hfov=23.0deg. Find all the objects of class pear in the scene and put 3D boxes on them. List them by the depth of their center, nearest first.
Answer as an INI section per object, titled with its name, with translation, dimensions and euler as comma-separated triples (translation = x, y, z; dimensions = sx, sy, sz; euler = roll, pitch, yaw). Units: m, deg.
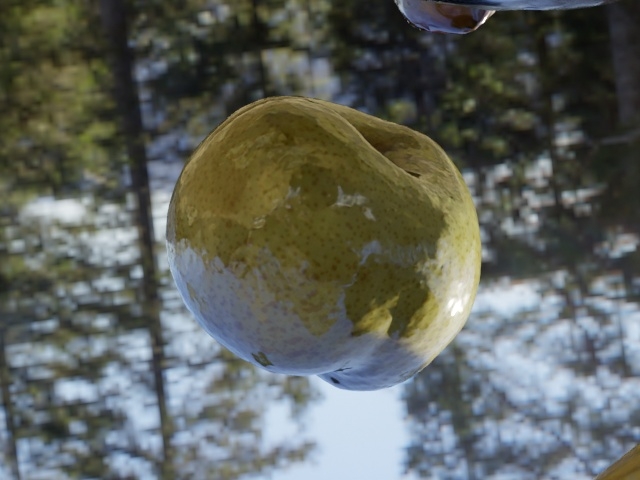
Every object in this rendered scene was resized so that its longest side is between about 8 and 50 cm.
[pear]
translation = 0.000, 0.000, 0.809
dimensions = 0.167, 0.136, 0.167
euler = 29, -160, -12

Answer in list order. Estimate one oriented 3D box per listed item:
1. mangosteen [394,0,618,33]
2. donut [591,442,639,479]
[mangosteen]
translation = 0.039, -0.151, 0.424
dimensions = 0.236, 0.235, 0.261
euler = -7, 148, -14
[donut]
translation = 0.225, 0.224, 0.657
dimensions = 0.170, 0.360, 0.360
euler = -42, -175, -4
